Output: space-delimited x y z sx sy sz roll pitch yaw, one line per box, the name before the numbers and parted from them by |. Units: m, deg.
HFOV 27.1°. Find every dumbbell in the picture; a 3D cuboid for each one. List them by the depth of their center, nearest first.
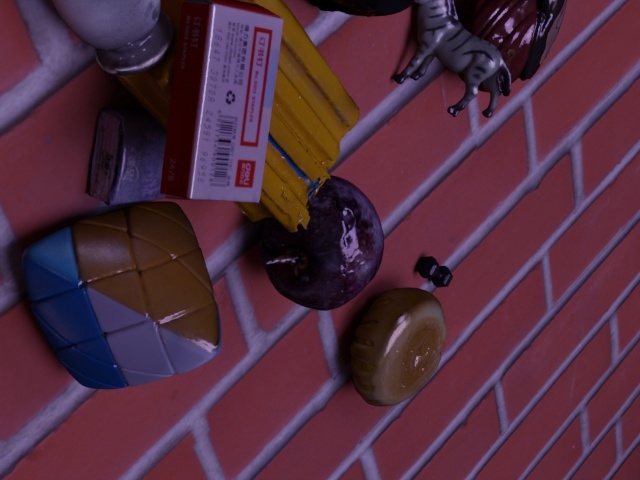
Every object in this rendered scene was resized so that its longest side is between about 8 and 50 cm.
dumbbell | 0.196 0.054 2.283 0.040 0.036 0.083 -60 147 -2

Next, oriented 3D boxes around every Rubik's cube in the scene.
Rubik's cube | -0.219 0.108 1.600 0.254 0.254 0.254 -32 135 -38

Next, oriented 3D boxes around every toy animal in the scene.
toy animal | 0.199 -0.289 1.966 0.176 0.217 0.073 -59 180 31

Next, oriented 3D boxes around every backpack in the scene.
backpack | 0.291 -0.332 2.072 0.229 0.139 0.229 -50 163 -22

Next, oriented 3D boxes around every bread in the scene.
bread | 0.120 0.174 2.199 0.213 0.105 0.213 -33 139 -35

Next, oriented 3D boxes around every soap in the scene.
soap | -0.090 -0.177 1.623 0.324 0.096 0.204 50 61 -44

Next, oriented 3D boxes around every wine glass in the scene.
wine glass | -0.233 -0.272 1.415 0.111 0.111 0.204 -51 147 -18

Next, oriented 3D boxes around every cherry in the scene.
cherry | 0.003 -0.005 1.862 0.195 0.195 0.195 -32 135 -38

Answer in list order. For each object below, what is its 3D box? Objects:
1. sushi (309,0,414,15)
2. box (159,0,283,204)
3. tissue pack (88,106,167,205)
sushi | 0.025 -0.364 1.700 0.225 0.126 0.136 18 98 -50
box | -0.110 -0.157 1.487 0.123 0.050 0.229 0 99 -52
tissue pack | -0.206 -0.107 1.619 0.156 0.051 0.112 -11 117 -50
